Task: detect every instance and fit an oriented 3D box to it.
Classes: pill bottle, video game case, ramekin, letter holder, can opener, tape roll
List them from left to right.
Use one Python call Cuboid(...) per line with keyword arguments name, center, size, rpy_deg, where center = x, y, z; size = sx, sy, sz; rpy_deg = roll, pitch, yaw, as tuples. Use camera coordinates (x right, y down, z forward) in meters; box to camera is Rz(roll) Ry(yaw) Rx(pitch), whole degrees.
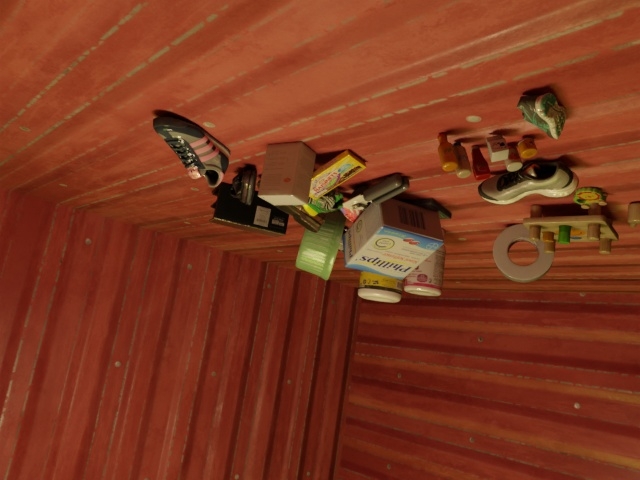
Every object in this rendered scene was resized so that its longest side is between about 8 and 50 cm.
Cuboid(name="letter holder", center=(-0.305, -0.114, 2.222), size=(0.302, 0.152, 0.214), rpy_deg=(13, 169, -21))
Cuboid(name="ramekin", center=(0.000, 0.000, 2.207), size=(0.148, 0.303, 0.303), rpy_deg=(16, 168, -1))
Cuboid(name="can opener", center=(0.181, -0.167, 1.813), size=(0.074, 0.093, 0.280), rpy_deg=(15, 158, -35))
Cuboid(name="pill bottle", center=(0.274, 0.091, 2.320), size=(0.188, 0.333, 0.188), rpy_deg=(8, 167, 2))
Cuboid(name="video game case", center=(0.338, -0.117, 2.049), size=(0.274, 0.026, 0.196), rpy_deg=(-1, 165, 35))
Cuboid(name="pill bottle", center=(0.454, 0.088, 2.296), size=(0.160, 0.283, 0.160), rpy_deg=(8, 168, 2))
Cuboid(name="tape roll", center=(0.777, 0.049, 2.042), size=(0.219, 0.219, 0.072), rpy_deg=(4, 167, 22))

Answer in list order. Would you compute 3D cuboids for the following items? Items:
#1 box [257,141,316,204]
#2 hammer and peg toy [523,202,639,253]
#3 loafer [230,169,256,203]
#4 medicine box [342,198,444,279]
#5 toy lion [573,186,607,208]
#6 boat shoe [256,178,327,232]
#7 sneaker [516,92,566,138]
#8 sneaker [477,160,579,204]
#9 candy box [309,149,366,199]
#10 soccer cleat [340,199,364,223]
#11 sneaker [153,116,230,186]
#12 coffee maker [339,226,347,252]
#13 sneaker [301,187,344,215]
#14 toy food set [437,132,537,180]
Cuboid(name="box", center=(-0.101, -0.200, 1.618), size=(0.130, 0.170, 0.091), rpy_deg=(2, 167, 31))
Cuboid(name="hammer and peg toy", center=(0.899, -0.033, 1.786), size=(0.361, 0.127, 0.266), rpy_deg=(-1, 165, 38))
Cuboid(name="loafer", center=(-0.290, -0.194, 1.957), size=(0.095, 0.109, 0.302), rpy_deg=(14, 170, -6))
Cuboid(name="medicine box", center=(0.263, -0.004, 1.984), size=(0.264, 0.149, 0.289), rpy_deg=(13, 142, -21))
Cuboid(name="toy lion", center=(0.814, -0.134, 1.623), size=(0.096, 0.034, 0.100), rpy_deg=(20, 165, -19))
Cuboid(name="boat shoe", center=(-0.103, -0.156, 2.005), size=(0.307, 0.104, 0.111), rpy_deg=(39, 163, -29))
Cuboid(name="sneaker", center=(0.482, -0.275, 1.162), size=(0.076, 0.065, 0.166), rpy_deg=(20, 175, 41))
Cuboid(name="sneaker", center=(0.568, -0.173, 1.495), size=(0.272, 0.100, 0.108), rpy_deg=(-7, 146, 42))
Cuboid(name="candy box", center=(0.031, -0.200, 1.654), size=(0.206, 0.027, 0.105), rpy_deg=(-31, 147, 25))
Cuboid(name="soccer cleat", center=(0.149, -0.088, 2.048), size=(0.248, 0.095, 0.083), rpy_deg=(23, 178, -37))
Cuboid(name="sneaker", center=(-0.388, -0.264, 1.621), size=(0.112, 0.131, 0.319), rpy_deg=(2, 166, 30))
Cuboid(name="coffee maker", center=(0.030, -0.016, 2.509), size=(0.178, 0.120, 0.171), rpy_deg=(18, 166, -34))
Cuboid(name="sneaker", center=(-0.019, -0.180, 1.824), size=(0.146, 0.134, 0.343), rpy_deg=(-8, 168, 21))
Cuboid(name="toy food set", center=(0.421, -0.231, 1.366), size=(0.232, 0.104, 0.111), rpy_deg=(-12, 150, 9))
